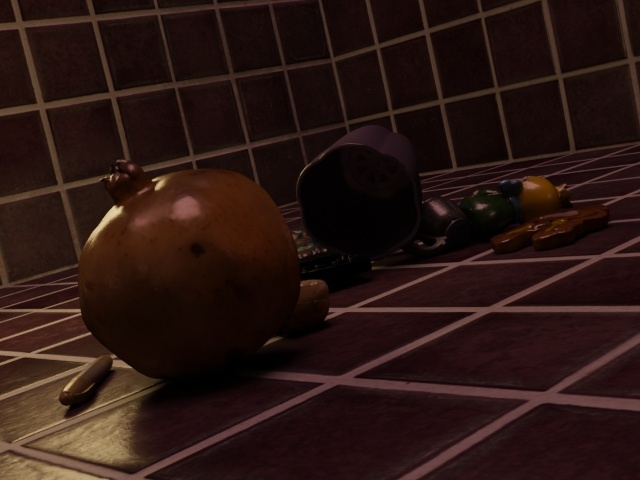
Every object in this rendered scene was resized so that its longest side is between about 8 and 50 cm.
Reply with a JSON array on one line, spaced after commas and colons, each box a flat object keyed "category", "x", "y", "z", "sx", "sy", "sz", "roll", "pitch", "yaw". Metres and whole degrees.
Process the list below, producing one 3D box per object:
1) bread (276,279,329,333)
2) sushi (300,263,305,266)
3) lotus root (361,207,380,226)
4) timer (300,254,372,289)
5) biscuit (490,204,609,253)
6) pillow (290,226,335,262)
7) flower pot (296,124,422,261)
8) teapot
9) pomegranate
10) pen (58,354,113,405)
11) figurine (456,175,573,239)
[{"category": "bread", "x": -0.042, "y": 0.109, "z": 1.527, "sx": 0.106, "sy": 0.082, "sz": 0.125, "roll": -4, "pitch": -6, "yaw": -17}, {"category": "sushi", "x": -0.131, "y": 0.038, "z": 2.397, "sx": 0.290, "sy": 0.050, "sz": 0.264, "roll": -9, "pitch": 8, "yaw": 28}, {"category": "lotus root", "x": 0.113, "y": -0.017, "z": 2.152, "sx": 0.081, "sy": 0.112, "sz": 0.122, "roll": -4, "pitch": 37, "yaw": -6}, {"category": "timer", "x": 0.009, "y": 0.068, "z": 1.892, "sx": 0.144, "sy": 0.055, "sz": 0.187, "roll": -12, "pitch": 2, "yaw": -19}, {"category": "biscuit", "x": 0.472, "y": -0.030, "z": 1.876, "sx": 0.186, "sy": 0.044, "sz": 0.295, "roll": -4, "pitch": 11, "yaw": 41}, {"category": "pillow", "x": -0.002, "y": 0.000, "z": 2.329, "sx": 0.256, "sy": 0.034, "sz": 0.189, "roll": -16, "pitch": 25, "yaw": -29}, {"category": "flower pot", "x": 0.107, "y": -0.124, "z": 2.007, "sx": 0.265, "sy": 0.265, "sz": 0.243, "roll": -10, "pitch": 23, "yaw": 22}, {"category": "teapot", "x": 0.252, "y": -0.028, "z": 1.999, "sx": 0.149, "sy": 0.111, "sz": 0.108, "roll": -8, "pitch": 23, "yaw": -30}, {"category": "pomegranate", "x": -0.202, "y": 0.032, "z": 1.362, "sx": 0.343, "sy": 0.342, "sz": 0.342, "roll": -12, "pitch": 7, "yaw": 1}, {"category": "pen", "x": -0.352, "y": 0.211, "z": 1.442, "sx": 0.040, "sy": 0.032, "sz": 0.233, "roll": 11, "pitch": 7, "yaw": 2}, {"category": "figurine", "x": 0.421, "y": -0.074, "z": 2.069, "sx": 0.234, "sy": 0.127, "sz": 0.185, "roll": -24, "pitch": 1, "yaw": -12}]
